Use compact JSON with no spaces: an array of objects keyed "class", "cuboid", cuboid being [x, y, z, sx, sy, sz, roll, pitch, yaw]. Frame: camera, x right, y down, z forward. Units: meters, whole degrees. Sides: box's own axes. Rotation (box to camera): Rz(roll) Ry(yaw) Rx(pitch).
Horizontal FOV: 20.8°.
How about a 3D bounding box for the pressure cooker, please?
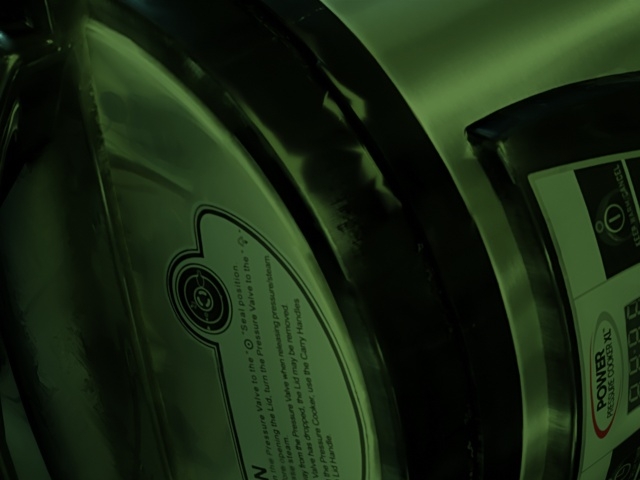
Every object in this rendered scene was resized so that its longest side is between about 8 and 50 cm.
[{"class":"pressure cooker","cuboid":[-0.004,0.001,0.832,0.420,0.375,0.370,-28,76,-38]}]
